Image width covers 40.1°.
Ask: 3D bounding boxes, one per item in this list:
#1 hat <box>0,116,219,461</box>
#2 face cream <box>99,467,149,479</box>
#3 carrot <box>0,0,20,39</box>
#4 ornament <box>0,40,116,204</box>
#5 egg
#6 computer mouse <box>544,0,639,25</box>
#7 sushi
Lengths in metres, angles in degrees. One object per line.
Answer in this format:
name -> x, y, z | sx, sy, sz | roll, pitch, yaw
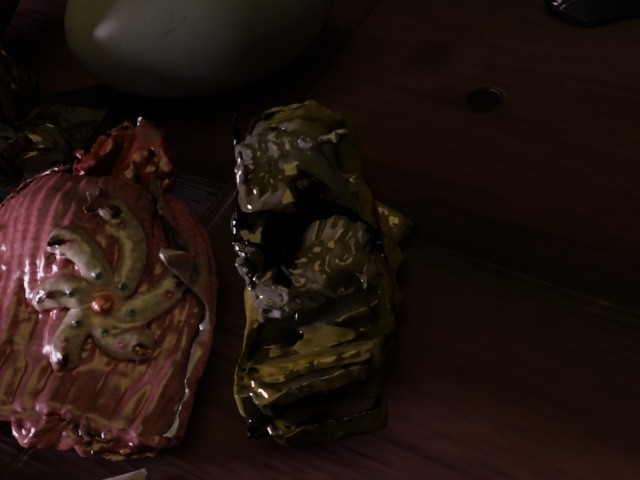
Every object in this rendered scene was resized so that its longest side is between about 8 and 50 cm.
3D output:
hat -> -0.181, 0.018, 0.675 | 0.237, 0.107, 0.286 | 10, 58, 9
face cream -> -0.172, 0.181, 0.594 | 0.115, 0.020, 0.038 | -12, 49, 2
carrot -> -0.406, -0.303, 0.873 | 0.241, 0.241, 0.340 | 16, 77, 24
ornament -> -0.288, -0.138, 0.773 | 0.153, 0.196, 0.166 | -13, 50, 3
egg -> -0.109, -0.226, 0.811 | 0.264, 0.183, 0.183 | -24, 49, 3
computer mouse -> 0.277, -0.245, 0.823 | 0.135, 0.047, 0.079 | -4, 51, 8
sushi -> 0.002, 0.005, 0.632 | 0.139, 0.131, 0.291 | -11, 41, 6
